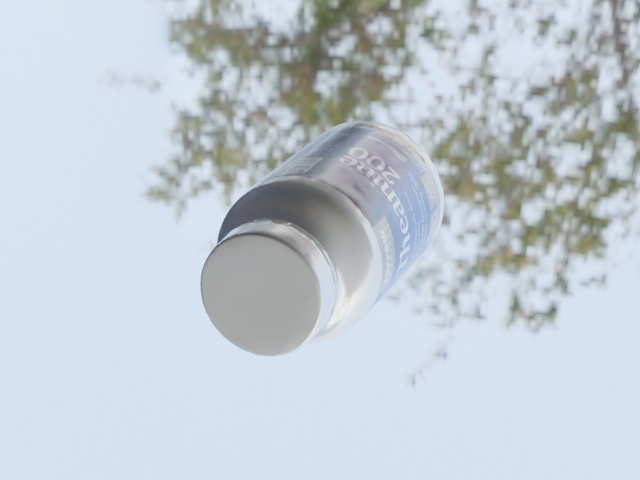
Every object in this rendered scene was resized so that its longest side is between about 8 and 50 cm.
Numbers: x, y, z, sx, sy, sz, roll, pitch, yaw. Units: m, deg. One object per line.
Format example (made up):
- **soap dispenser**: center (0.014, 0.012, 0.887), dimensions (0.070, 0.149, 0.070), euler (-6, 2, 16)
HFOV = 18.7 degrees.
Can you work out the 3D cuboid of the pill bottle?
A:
- **pill bottle**: center (0.000, 0.000, 0.763), dimensions (0.067, 0.067, 0.120), euler (21, -153, 15)
